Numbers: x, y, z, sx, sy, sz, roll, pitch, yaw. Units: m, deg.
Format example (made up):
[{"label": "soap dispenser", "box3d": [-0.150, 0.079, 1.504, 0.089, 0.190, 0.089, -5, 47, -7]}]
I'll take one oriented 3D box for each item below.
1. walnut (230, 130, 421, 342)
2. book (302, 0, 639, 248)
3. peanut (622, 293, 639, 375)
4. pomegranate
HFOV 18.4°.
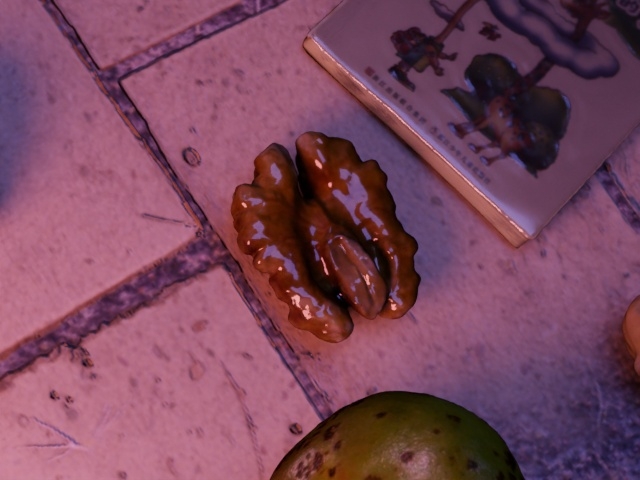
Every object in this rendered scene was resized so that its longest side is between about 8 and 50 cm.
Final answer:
[{"label": "walnut", "box3d": [0.000, 0.000, 1.585, 0.143, 0.069, 0.170, -19, 77, -23]}, {"label": "book", "box3d": [0.197, -0.198, 1.734, 0.260, 0.043, 0.371, 43, 65, 4]}, {"label": "peanut", "box3d": [0.365, 0.121, 1.627, 0.263, 0.101, 0.117, 24, 90, -9]}, {"label": "pomegranate", "box3d": [0.072, 0.223, 1.465, 0.263, 0.211, 0.211, 32, 55, -49]}]
